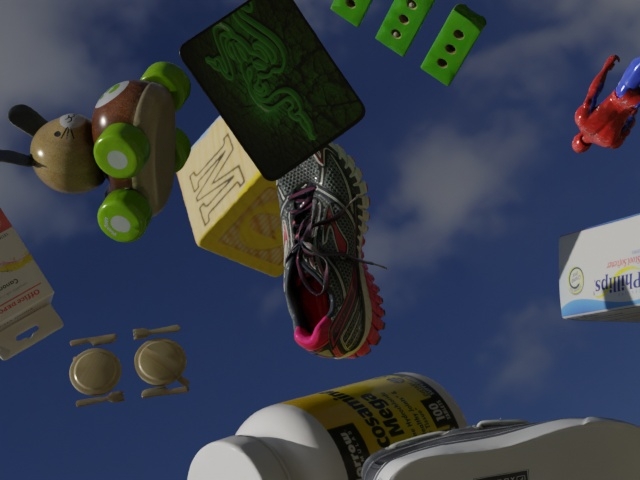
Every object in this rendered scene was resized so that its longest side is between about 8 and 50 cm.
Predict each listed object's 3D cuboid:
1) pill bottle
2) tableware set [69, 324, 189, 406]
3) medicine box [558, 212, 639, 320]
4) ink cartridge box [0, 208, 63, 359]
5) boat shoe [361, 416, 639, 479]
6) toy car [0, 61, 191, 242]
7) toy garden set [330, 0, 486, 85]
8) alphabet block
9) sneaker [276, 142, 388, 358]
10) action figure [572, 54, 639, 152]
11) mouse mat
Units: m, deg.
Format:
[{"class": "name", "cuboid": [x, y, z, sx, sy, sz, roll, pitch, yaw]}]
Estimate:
[{"class": "pill bottle", "cuboid": [0.013, 0.274, 1.654, 0.334, 0.188, 0.188, -9, -35, -45]}, {"class": "tableware set", "cuboid": [-0.319, 0.215, 2.323, 0.194, 0.128, 0.039, -8, -31, -7]}, {"class": "medicine box", "cuboid": [0.577, 0.049, 2.258, 0.289, 0.149, 0.263, 4, -10, -22]}, {"class": "ink cartridge box", "cuboid": [-0.475, 0.065, 2.068, 0.115, 0.198, 0.067, -32, -7, -23]}, {"class": "boat shoe", "cuboid": [0.189, 0.223, 1.367, 0.301, 0.102, 0.108, -8, -77, -13]}, {"class": "toy car", "cuboid": [-0.243, -0.102, 1.415, 0.188, 0.155, 0.149, 10, -53, 9]}, {"class": "toy garden set", "cuboid": [0.099, -0.327, 1.662, 0.049, 0.244, 0.204, -52, -6, -39]}, {"class": "alphabet block", "cuboid": [-0.104, -0.090, 2.355, 0.192, 0.197, 0.193, 23, -57, -36]}, {"class": "sneaker", "cuboid": [0.000, 0.000, 1.756, 0.120, 0.299, 0.112, -25, -18, 34]}, {"class": "action figure", "cuboid": [0.444, -0.228, 1.927, 0.280, 0.091, 0.139, -49, 8, 41]}, {"class": "mouse mat", "cuboid": [-0.053, -0.182, 1.604, 0.152, 0.190, 0.007, -37, 6, -16]}]
